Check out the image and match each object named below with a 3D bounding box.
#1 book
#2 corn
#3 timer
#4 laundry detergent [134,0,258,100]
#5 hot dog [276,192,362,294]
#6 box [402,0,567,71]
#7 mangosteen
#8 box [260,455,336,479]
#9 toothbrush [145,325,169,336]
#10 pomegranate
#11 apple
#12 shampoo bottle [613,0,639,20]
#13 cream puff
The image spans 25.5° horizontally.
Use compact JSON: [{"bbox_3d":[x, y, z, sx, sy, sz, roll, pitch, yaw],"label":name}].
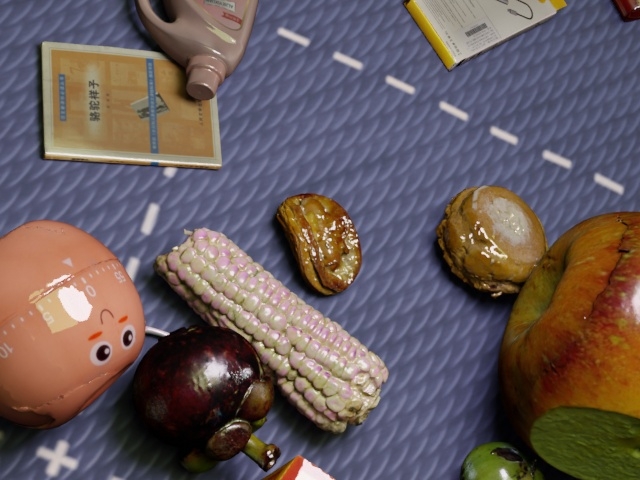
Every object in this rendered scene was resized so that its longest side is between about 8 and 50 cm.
[{"bbox_3d":[-0.254,-0.181,1.901,0.241,0.018,0.170,2,68,-21],"label":"book"},{"bbox_3d":[-0.063,0.111,1.805,0.335,0.126,0.126,40,60,2],"label":"corn"},{"bbox_3d":[-0.319,0.097,1.639,0.229,0.229,0.215,-38,92,-30],"label":"timer"},{"bbox_3d":[-0.178,-0.309,1.943,0.171,0.076,0.237,18,59,-9],"label":"laundry detergent"},{"bbox_3d":[-0.002,0.001,1.900,0.099,0.065,0.147,-11,71,-35],"label":"hot dog"},{"bbox_3d":[0.255,-0.360,2.169,0.247,0.033,0.129,-28,80,-29],"label":"box"},{"bbox_3d":[-0.144,0.194,1.712,0.172,0.172,0.184,-6,92,-24],"label":"mangosteen"},{"bbox_3d":[-0.033,0.445,1.620,0.259,0.214,0.283,38,61,-1],"label":"box"},{"bbox_3d":[-0.262,0.102,1.779,0.269,0.021,0.027,23,57,-11],"label":"toothbrush"},{"bbox_3d":[0.222,0.332,1.836,0.161,0.122,0.122,-41,87,8],"label":"pomegranate"},{"bbox_3d":[0.416,0.152,1.800,0.374,0.384,0.374,0,90,-6],"label":"apple"},{"bbox_3d":[0.472,-0.484,2.288,0.102,0.064,0.260,-20,77,-27],"label":"shampoo bottle"},{"bbox_3d":[0.234,0.004,1.963,0.150,0.115,0.165,6,57,-27],"label":"cream puff"}]
